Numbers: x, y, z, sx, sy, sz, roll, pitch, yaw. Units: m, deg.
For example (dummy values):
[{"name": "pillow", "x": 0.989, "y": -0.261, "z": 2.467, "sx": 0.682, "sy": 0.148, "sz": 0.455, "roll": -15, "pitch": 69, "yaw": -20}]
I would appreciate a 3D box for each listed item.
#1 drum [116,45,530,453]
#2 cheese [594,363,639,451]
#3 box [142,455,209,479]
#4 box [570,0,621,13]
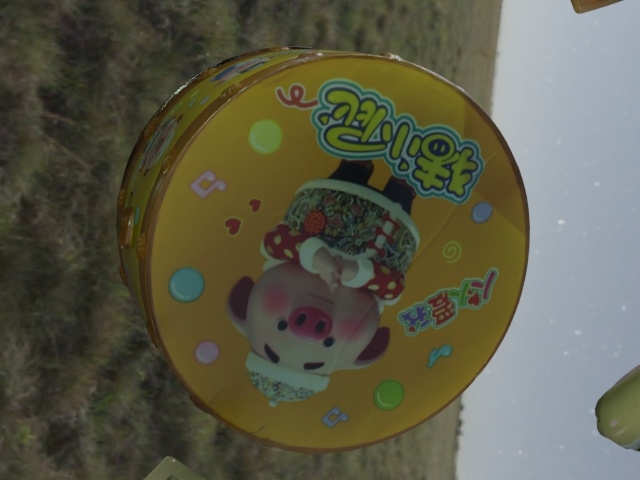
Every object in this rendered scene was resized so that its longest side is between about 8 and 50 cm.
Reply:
[{"name": "drum", "x": 0.000, "y": 0.000, "z": 0.943, "sx": 0.214, "sy": 0.431, "sz": 0.431, "roll": -145, "pitch": -122, "yaw": -68}, {"name": "cheese", "x": 0.274, "y": 0.046, "z": 0.537, "sx": 0.127, "sy": 0.050, "sz": 0.235, "roll": -21, "pitch": 153, "yaw": -36}, {"name": "box", "x": -0.097, "y": 0.303, "z": 0.698, "sx": 0.168, "sy": 0.212, "sz": 0.095, "roll": -41, "pitch": 155, "yaw": -49}, {"name": "box", "x": 0.178, "y": -0.318, "z": 0.613, "sx": 0.174, "sy": 0.076, "sz": 0.274, "roll": 52, "pitch": 33, "yaw": -44}]
